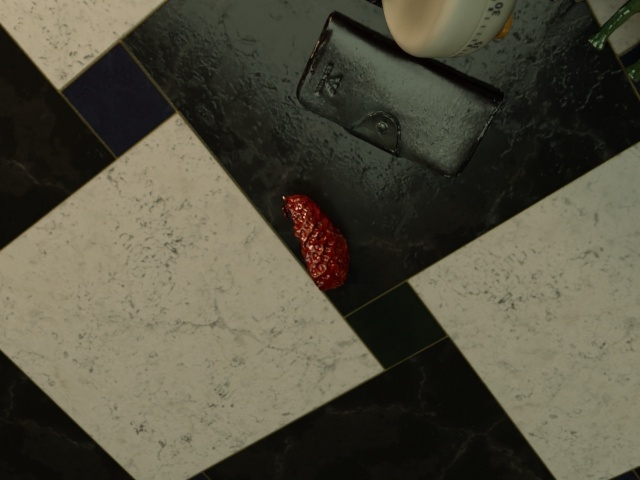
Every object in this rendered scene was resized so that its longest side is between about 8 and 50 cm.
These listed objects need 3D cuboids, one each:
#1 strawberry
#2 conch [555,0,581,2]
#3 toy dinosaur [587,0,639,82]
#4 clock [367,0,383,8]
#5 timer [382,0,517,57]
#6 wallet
[{"bbox_3d":[0.000,0.000,1.134,0.082,0.121,0.188,-20,108,6],"label":"strawberry"},{"bbox_3d":[0.396,-0.432,0.864,0.324,0.186,0.263,-20,155,8],"label":"conch"},{"bbox_3d":[0.521,-0.344,0.846,0.447,0.087,0.301,4,138,-38],"label":"toy dinosaur"},{"bbox_3d":[0.153,-0.429,0.945,0.193,0.100,0.196,23,115,-7],"label":"clock"},{"bbox_3d":[0.136,-0.348,0.798,0.240,0.233,0.234,-5,115,-18],"label":"timer"},{"bbox_3d":[0.125,-0.234,1.062,0.317,0.045,0.173,25,112,-5],"label":"wallet"}]
